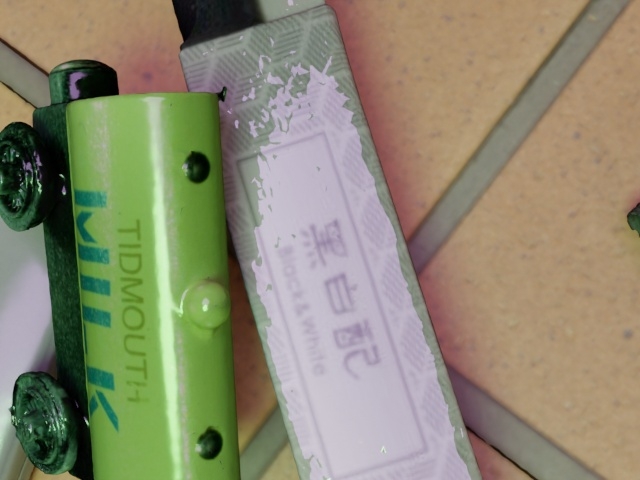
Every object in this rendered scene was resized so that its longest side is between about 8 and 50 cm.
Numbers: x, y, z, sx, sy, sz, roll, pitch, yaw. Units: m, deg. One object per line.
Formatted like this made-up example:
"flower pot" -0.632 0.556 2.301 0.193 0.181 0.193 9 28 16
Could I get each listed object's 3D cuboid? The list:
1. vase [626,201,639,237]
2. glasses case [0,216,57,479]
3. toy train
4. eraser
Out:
"vase" 0.274 -0.067 0.570 0.214 0.086 0.086 -43 78 2
"glasses case" -0.205 0.086 0.602 0.092 0.059 0.233 16 81 7
"toy train" -0.097 0.028 0.525 0.157 0.105 0.253 2 97 49
"eraser" 0.000 0.000 0.576 0.096 0.098 0.403 -17 79 2
